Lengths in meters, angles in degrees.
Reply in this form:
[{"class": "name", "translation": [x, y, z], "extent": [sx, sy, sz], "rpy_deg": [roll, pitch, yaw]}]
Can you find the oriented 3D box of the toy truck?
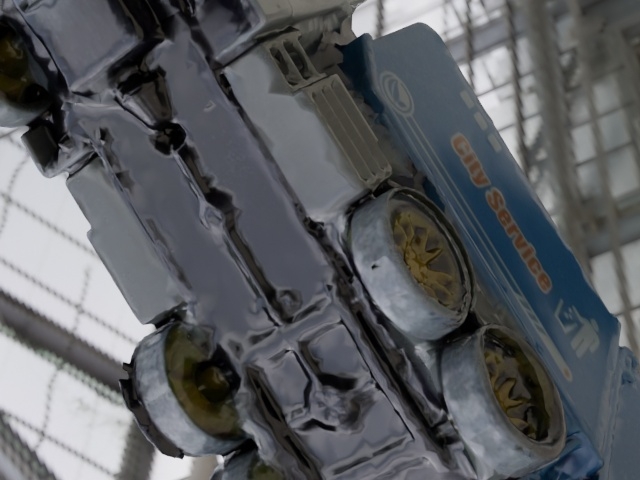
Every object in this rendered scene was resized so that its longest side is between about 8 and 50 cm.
[{"class": "toy truck", "translation": [0.000, 0.000, 0.609], "extent": [0.367, 0.146, 0.175], "rpy_deg": [59, -151, -3]}]
